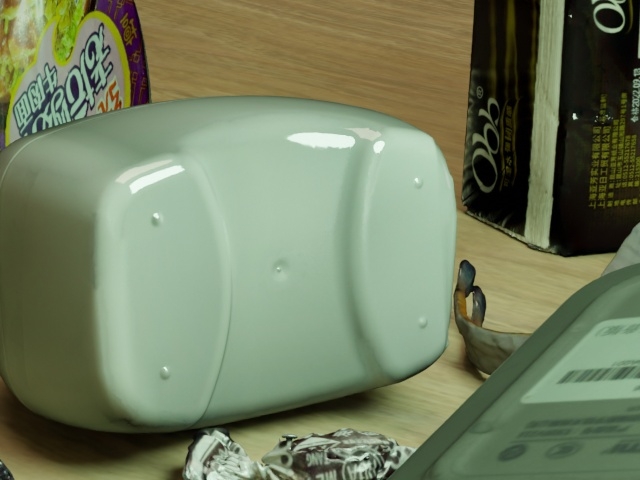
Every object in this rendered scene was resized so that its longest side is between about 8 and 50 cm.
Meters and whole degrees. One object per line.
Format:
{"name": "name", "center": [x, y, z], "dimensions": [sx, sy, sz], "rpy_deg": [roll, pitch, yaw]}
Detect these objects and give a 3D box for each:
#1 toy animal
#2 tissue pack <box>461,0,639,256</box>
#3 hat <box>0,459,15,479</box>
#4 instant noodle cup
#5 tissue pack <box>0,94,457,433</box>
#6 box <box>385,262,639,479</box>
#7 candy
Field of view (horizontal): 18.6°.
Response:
{"name": "toy animal", "center": [0.176, 0.074, 1.456], "dimensions": [0.284, 0.225, 0.302], "rpy_deg": [-8, 20, 33]}
{"name": "tissue pack", "center": [0.273, -0.189, 1.913], "dimensions": [0.210, 0.370, 0.198], "rpy_deg": [-3, 17, -22]}
{"name": "hat", "center": [-0.215, 0.172, 1.119], "dimensions": [0.227, 0.129, 0.140], "rpy_deg": [16, 55, -17]}
{"name": "instant noodle cup", "center": [-0.325, -0.111, 1.661], "dimensions": [0.266, 0.339, 0.340], "rpy_deg": [0, 15, 17]}
{"name": "tissue pack", "center": [-0.084, 0.010, 1.420], "dimensions": [0.333, 0.229, 0.236], "rpy_deg": [-9, 12, -36]}
{"name": "box", "center": [0.229, 0.103, 1.096], "dimensions": [0.367, 0.090, 0.373], "rpy_deg": [-10, 20, 42]}
{"name": "candy", "center": [0.020, 0.151, 1.297], "dimensions": [0.226, 0.051, 0.094], "rpy_deg": [3, 6, -9]}
